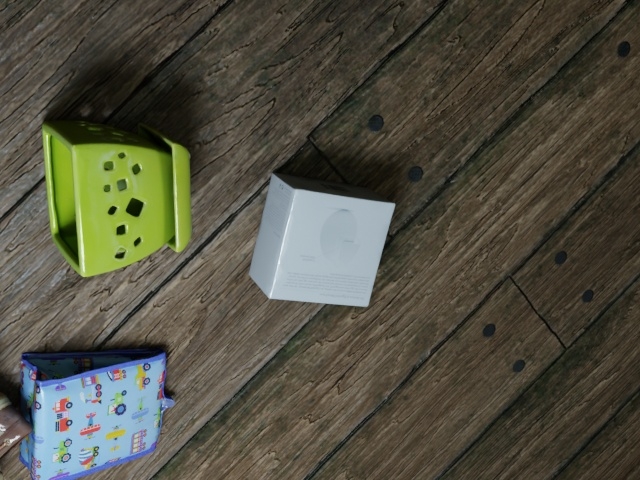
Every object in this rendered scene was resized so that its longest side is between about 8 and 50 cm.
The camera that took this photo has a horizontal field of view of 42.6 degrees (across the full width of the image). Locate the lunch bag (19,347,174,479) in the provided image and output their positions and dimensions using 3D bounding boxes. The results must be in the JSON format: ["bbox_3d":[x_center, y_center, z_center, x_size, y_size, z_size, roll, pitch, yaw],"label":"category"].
[{"bbox_3d":[-0.422,0.331,1.601,0.293,0.138,0.221,-3,108,-33],"label":"lunch bag"}]

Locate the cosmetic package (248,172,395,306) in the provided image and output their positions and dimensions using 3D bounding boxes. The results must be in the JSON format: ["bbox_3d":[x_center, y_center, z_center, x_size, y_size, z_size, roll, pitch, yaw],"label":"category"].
[{"bbox_3d":[0.000,0.000,1.645,0.224,0.138,0.225,8,104,-26],"label":"cosmetic package"}]

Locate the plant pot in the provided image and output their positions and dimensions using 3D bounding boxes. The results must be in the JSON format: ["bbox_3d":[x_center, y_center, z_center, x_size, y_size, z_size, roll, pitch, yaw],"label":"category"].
[{"bbox_3d":[-0.347,-0.088,1.418,0.207,0.227,0.228,-10,112,-28],"label":"plant pot"}]

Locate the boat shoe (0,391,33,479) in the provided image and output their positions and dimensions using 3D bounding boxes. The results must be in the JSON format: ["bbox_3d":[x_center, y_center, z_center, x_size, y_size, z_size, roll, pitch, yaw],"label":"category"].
[{"bbox_3d":[-0.642,0.439,1.500,0.123,0.123,0.342,38,99,3],"label":"boat shoe"}]
